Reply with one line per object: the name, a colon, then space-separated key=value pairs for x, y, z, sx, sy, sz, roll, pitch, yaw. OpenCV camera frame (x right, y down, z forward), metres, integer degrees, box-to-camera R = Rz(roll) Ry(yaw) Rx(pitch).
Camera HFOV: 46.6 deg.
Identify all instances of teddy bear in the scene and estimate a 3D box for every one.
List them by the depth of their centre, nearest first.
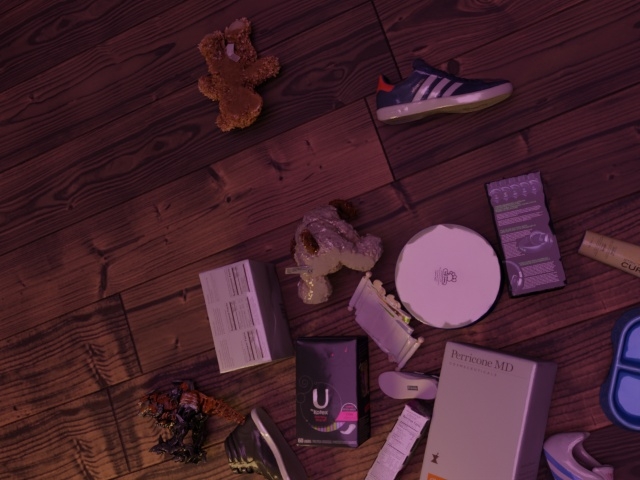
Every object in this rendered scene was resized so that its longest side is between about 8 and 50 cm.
teddy bear: x=-0.236 y=-0.464 z=2.087 sx=0.245 sy=0.113 sz=0.338 roll=-34 pitch=69 yaw=4

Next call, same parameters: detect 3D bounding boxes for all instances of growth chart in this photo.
growth chart: x=0.163 y=0.205 z=1.888 sx=0.237 sy=0.021 sz=0.172 roll=51 pitch=135 yaw=16

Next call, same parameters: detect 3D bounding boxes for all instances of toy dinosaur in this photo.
toy dinosaur: x=-0.362 y=0.475 z=1.996 sx=0.322 sy=0.164 sz=0.218 roll=-17 pitch=53 yaw=42

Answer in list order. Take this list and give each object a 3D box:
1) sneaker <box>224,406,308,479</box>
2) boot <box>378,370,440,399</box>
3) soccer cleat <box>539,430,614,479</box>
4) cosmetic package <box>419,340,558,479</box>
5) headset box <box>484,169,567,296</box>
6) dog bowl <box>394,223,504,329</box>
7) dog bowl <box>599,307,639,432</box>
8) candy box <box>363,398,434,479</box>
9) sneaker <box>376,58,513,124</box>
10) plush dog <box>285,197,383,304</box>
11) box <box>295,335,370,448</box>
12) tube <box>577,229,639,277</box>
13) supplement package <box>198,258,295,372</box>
sneaker: x=-0.143 y=0.599 z=1.948 sx=0.147 sy=0.104 sz=0.295 roll=-39 pitch=70 yaw=12
boot: x=0.242 y=0.364 z=1.876 sx=0.190 sy=0.086 sz=0.069 roll=2 pitch=93 yaw=45
soccer cleat: x=0.626 y=0.595 z=1.697 sx=0.143 sy=0.116 sz=0.331 roll=-33 pitch=74 yaw=29
cosmetic package: x=0.383 y=0.481 z=1.738 sx=0.230 sy=0.162 sz=0.452 roll=9 pitch=87 yaw=35
headset box: x=0.478 y=-0.014 z=1.742 sx=0.131 sy=0.246 sz=0.282 roll=-13 pitch=82 yaw=14
dog bowl: x=0.321 y=0.091 z=1.854 sx=0.265 sy=0.104 sz=0.264 roll=-2 pitch=85 yaw=17
dog bowl: x=0.750 y=0.302 z=1.721 sx=0.166 sy=0.074 sz=0.297 roll=12 pitch=89 yaw=17
candy box: x=0.195 y=0.508 z=1.822 sx=0.071 sy=0.159 sz=0.233 roll=30 pitch=93 yaw=17
sneaker: x=0.307 y=-0.398 z=1.892 sx=0.350 sy=0.131 sz=0.148 roll=-7 pitch=87 yaw=16
plush dog: x=0.000 y=0.000 z=1.913 sx=0.262 sy=0.210 sz=0.225 roll=-38 pitch=31 yaw=14
box: x=0.033 y=0.379 z=1.891 sx=0.165 sy=0.143 sz=0.270 roll=-3 pitch=83 yaw=16
tube: x=0.737 y=0.041 z=1.761 sx=0.240 sy=0.062 sz=0.070 roll=21 pitch=131 yaw=13
supplement package: x=-0.188 y=0.197 z=1.943 sx=0.145 sy=0.204 sz=0.261 roll=-16 pitch=80 yaw=14
